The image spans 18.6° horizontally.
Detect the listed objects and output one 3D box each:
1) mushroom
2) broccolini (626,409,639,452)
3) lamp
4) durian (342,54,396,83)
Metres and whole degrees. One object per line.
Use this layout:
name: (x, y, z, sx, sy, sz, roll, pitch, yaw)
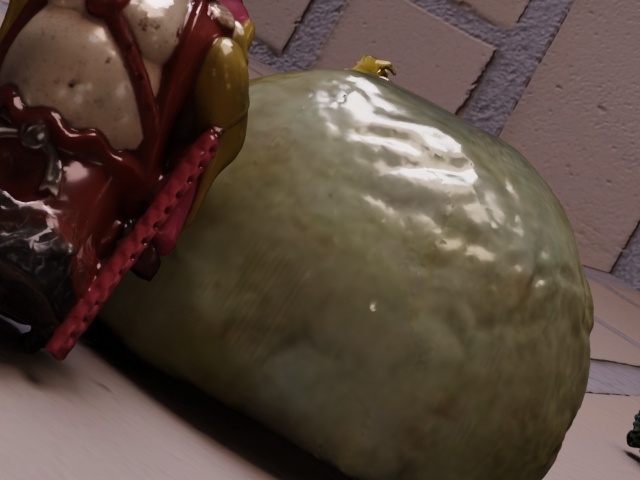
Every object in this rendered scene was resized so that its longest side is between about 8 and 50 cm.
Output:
mushroom: (-0.002, -0.001, 0.892, 0.189, 0.164, 0.267, 25, 9, -41)
broccolini: (0.389, 0.198, 1.413, 0.392, 0.074, 0.079, 25, 15, -23)
lamp: (-0.074, -0.077, 0.796, 0.118, 0.253, 0.118, 31, -19, 12)
durian: (0.006, 0.008, 1.169, 0.195, 0.185, 0.305, 53, 0, 2)
